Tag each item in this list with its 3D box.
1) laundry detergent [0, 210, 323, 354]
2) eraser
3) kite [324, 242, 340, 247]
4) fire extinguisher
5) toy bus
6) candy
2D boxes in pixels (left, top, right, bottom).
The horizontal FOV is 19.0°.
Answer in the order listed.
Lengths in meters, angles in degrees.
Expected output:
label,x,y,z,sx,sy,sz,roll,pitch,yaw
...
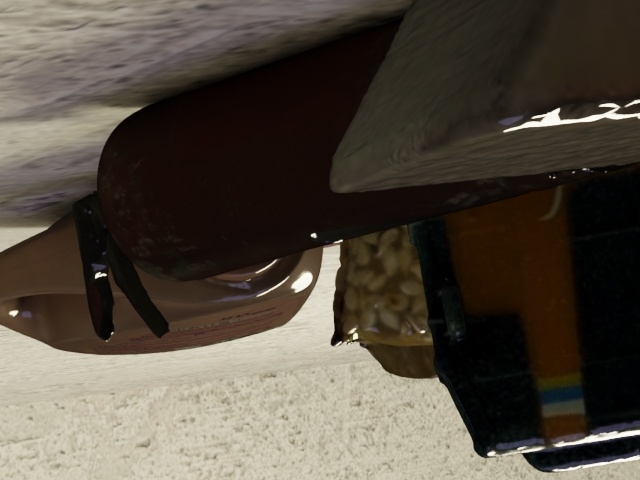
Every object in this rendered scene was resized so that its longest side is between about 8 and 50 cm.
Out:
label,x,y,z,sx,sy,sz,roll,pitch,yaw
laundry detergent,-0.084,0.011,0.934,0.171,0.076,0.237,-9,173,-5
eraser,0.174,-0.075,0.571,0.352,0.077,0.111,-7,176,-24
kite,0.000,-0.001,1.279,0.152,0.005,0.137,-5,172,-25
fire extinguisher,-0.004,-0.022,0.697,0.268,0.089,0.072,-15,-167,40
toy bus,0.171,-0.006,0.755,0.275,0.167,0.138,-9,174,6
candy,0.052,0.020,1.082,0.085,0.110,0.095,-2,165,14
